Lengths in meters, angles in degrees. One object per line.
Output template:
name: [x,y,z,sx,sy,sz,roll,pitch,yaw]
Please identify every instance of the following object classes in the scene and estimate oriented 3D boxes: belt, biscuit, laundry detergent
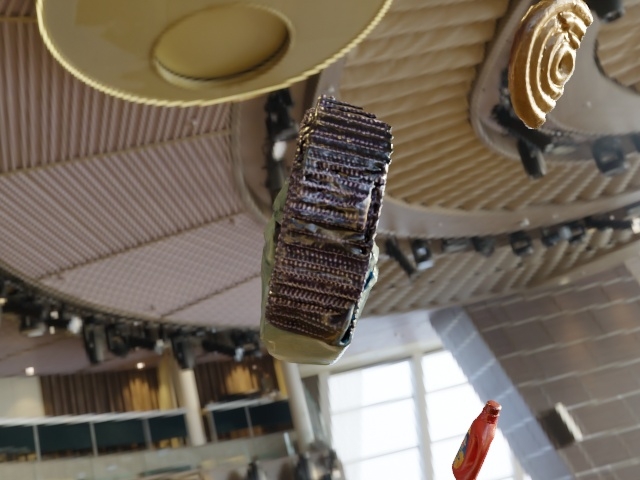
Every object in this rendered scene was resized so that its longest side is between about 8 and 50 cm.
belt: [0.000,0.000,0.953,0.122,0.260,0.325,11,-18,-3]
biscuit: [0.357,-0.301,1.399,0.033,0.224,0.144,18,-14,47]
laundry detergent: [0.294,0.374,1.656,0.049,0.097,0.165,16,-68,-5]
